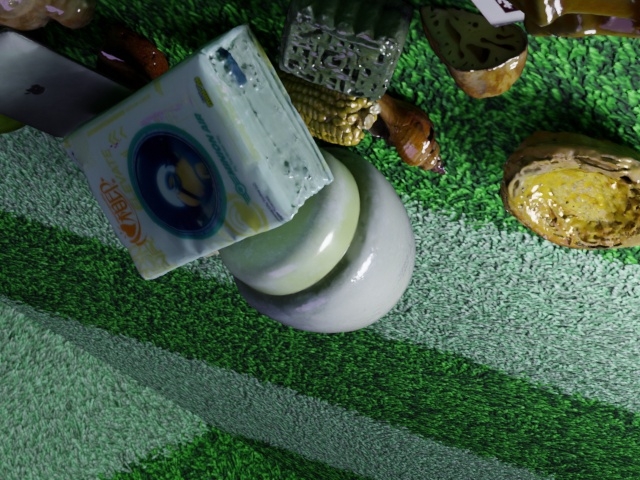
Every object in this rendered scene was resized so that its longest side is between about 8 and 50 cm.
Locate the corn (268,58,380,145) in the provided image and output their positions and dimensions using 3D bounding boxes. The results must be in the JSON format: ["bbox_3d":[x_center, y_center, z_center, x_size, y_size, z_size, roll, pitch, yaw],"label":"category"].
[{"bbox_3d":[-0.043,-0.229,1.885,0.291,0.101,0.101,25,161,26],"label":"corn"}]

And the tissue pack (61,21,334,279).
[{"bbox_3d":[-0.199,-0.127,1.896,0.388,0.162,0.287,-22,100,44],"label":"tissue pack"}]

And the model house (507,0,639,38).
[{"bbox_3d":[0.252,-0.265,1.197,0.239,0.173,0.268,9,151,22],"label":"model house"}]

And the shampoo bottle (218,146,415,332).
[{"bbox_3d":[0.000,0.000,2.103,0.322,0.323,0.317,0,159,39],"label":"shampoo bottle"}]

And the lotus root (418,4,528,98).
[{"bbox_3d":[0.212,-0.252,1.676,0.159,0.095,0.135,16,160,25],"label":"lotus root"}]

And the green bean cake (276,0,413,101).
[{"bbox_3d":[0.029,-0.290,1.731,0.181,0.094,0.173,20,156,-2],"label":"green bean cake"}]

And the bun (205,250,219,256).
[{"bbox_3d":[-0.262,-0.061,2.386,0.259,0.160,0.259,17,153,9],"label":"bun"}]

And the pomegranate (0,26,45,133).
[{"bbox_3d":[-0.605,-0.276,2.046,0.236,0.301,0.236,55,161,29],"label":"pomegranate"}]

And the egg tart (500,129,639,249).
[{"bbox_3d":[0.418,-0.084,1.859,0.290,0.107,0.291,17,151,10],"label":"egg tart"}]

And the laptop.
[{"bbox_3d":[-0.458,-0.248,1.937,0.187,0.015,0.269,-27,150,29],"label":"laptop"}]

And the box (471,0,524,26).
[{"bbox_3d":[0.241,-0.413,1.257,0.344,0.122,0.385,-3,147,42],"label":"box"}]

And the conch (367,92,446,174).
[{"bbox_3d":[0.120,-0.193,1.905,0.233,0.080,0.086,45,143,4],"label":"conch"}]

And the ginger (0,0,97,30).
[{"bbox_3d":[-0.506,-0.426,1.794,0.375,0.176,0.256,27,173,-19],"label":"ginger"}]

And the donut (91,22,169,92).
[{"bbox_3d":[-0.323,-0.280,2.047,0.141,0.085,0.217,23,156,-10],"label":"donut"}]
